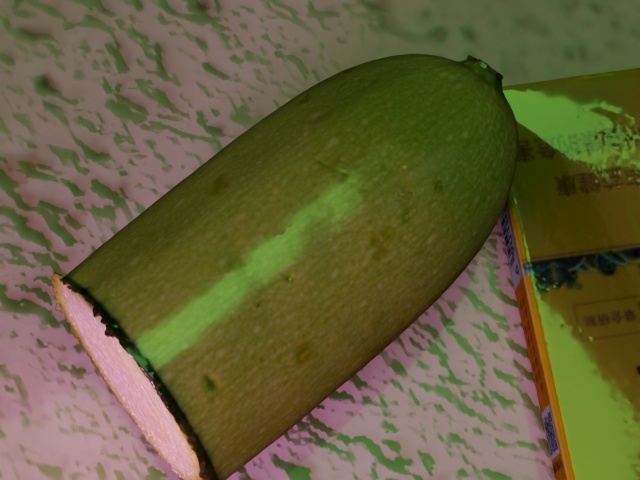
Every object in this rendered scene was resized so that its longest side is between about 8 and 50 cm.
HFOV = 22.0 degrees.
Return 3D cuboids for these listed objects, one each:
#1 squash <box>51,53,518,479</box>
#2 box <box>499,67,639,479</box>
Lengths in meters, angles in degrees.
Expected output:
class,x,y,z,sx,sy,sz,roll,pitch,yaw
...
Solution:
class,x,y,z,sx,sy,sz,roll,pitch,yaw
squash,0.000,0.000,0.816,0.247,0.132,0.132,-37,77,-14
box,0.183,0.042,0.855,0.153,0.041,0.279,-8,72,-6
